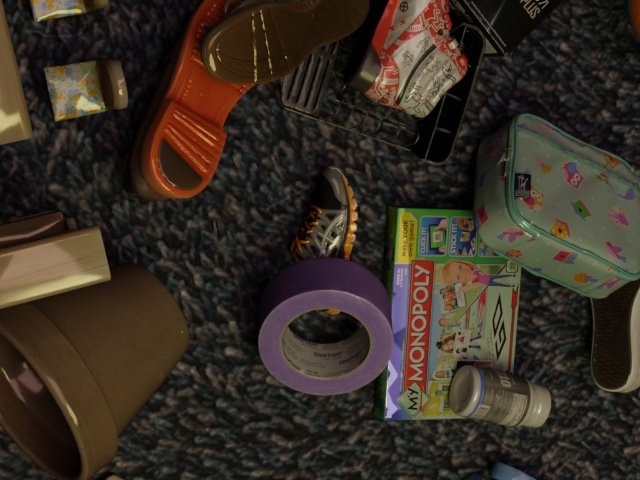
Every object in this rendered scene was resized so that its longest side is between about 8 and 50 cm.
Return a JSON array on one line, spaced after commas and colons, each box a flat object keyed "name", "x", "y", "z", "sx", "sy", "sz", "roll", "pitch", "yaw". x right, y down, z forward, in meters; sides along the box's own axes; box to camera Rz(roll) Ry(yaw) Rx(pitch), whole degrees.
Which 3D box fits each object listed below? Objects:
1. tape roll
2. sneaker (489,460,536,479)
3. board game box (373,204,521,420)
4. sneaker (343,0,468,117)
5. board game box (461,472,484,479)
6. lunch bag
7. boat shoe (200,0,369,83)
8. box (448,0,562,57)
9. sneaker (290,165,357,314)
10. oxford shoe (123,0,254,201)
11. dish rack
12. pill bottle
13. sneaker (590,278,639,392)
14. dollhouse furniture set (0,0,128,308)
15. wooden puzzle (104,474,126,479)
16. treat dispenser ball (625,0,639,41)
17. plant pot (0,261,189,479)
[{"name": "tape roll", "x": 0.007, "y": 0.121, "z": 1.851, "sx": 0.189, "sy": 0.080, "sz": 0.189, "roll": -1, "pitch": 125, "yaw": -1}, {"name": "sneaker", "x": 0.336, "y": 0.436, "z": 2.060, "sx": 0.232, "sy": 0.081, "sz": 0.090, "roll": 40, "pitch": 75, "yaw": -21}, {"name": "board game box", "x": 0.194, "y": 0.109, "z": 1.987, "sx": 0.213, "sy": 0.046, "sz": 0.317, "roll": 1, "pitch": 96, "yaw": -22}, {"name": "sneaker", "x": 0.149, "y": -0.305, "z": 1.822, "sx": 0.145, "sy": 0.090, "sz": 0.270, "roll": 25, "pitch": 90, "yaw": -19}, {"name": "board game box", "x": 0.212, "y": 0.490, "z": 2.043, "sx": 0.160, "sy": 0.039, "sz": 0.212, "roll": -25, "pitch": 105, "yaw": -17}, {"name": "lunch bag", "x": 0.356, "y": -0.058, "z": 1.958, "sx": 0.279, "sy": 0.108, "sz": 0.224, "roll": 25, "pitch": 56, "yaw": -24}, {"name": "boat shoe", "x": -0.058, "y": -0.282, "z": 1.746, "sx": 0.285, "sy": 0.089, "sz": 0.105, "roll": -27, "pitch": 125, "yaw": -38}, {"name": "box", "x": 0.252, "y": -0.382, "z": 1.931, "sx": 0.147, "sy": 0.077, "sz": 0.180, "roll": -44, "pitch": 109, "yaw": -11}, {"name": "sneaker", "x": 0.000, "y": 0.000, "z": 1.882, "sx": 0.083, "sy": 0.084, "sz": 0.215, "roll": 3, "pitch": 96, "yaw": -16}, {"name": "oxford shoe", "x": -0.171, "y": -0.215, "z": 1.773, "sx": 0.130, "sy": 0.132, "sz": 0.364, "roll": 39, "pitch": 62, "yaw": -28}, {"name": "dish rack", "x": 0.082, "y": -0.241, "z": 1.887, "sx": 0.271, "sy": 0.074, "sz": 0.208, "roll": 17, "pitch": 89, "yaw": -20}, {"name": "pill bottle", "x": 0.268, "y": 0.234, "z": 1.963, "sx": 0.137, "sy": 0.078, "sz": 0.078, "roll": 14, "pitch": 91, "yaw": -22}, {"name": "sneaker", "x": 0.488, "y": 0.094, "z": 2.084, "sx": 0.123, "sy": 0.106, "sz": 0.290, "roll": 10, "pitch": 87, "yaw": -51}, {"name": "dollhouse furniture set", "x": -0.407, "y": -0.134, "z": 1.618, "sx": 0.362, "sy": 0.256, "sz": 0.394, "roll": -15, "pitch": 102, "yaw": -19}, {"name": "wooden puzzle", "x": -0.271, "y": 0.479, "z": 1.862, "sx": 0.221, "sy": 0.044, "sz": 0.239, "roll": 34, "pitch": 80, "yaw": -20}, {"name": "treat dispenser ball", "x": 0.596, "y": -0.373, "z": 1.949, "sx": 0.288, "sy": 0.288, "sz": 0.288, "roll": -3, "pitch": 97, "yaw": -20}, {"name": "plant pot", "x": -0.303, "y": 0.145, "z": 1.719, "sx": 0.229, "sy": 0.263, "sz": 0.263, "roll": -37, "pitch": 108, "yaw": -32}]
